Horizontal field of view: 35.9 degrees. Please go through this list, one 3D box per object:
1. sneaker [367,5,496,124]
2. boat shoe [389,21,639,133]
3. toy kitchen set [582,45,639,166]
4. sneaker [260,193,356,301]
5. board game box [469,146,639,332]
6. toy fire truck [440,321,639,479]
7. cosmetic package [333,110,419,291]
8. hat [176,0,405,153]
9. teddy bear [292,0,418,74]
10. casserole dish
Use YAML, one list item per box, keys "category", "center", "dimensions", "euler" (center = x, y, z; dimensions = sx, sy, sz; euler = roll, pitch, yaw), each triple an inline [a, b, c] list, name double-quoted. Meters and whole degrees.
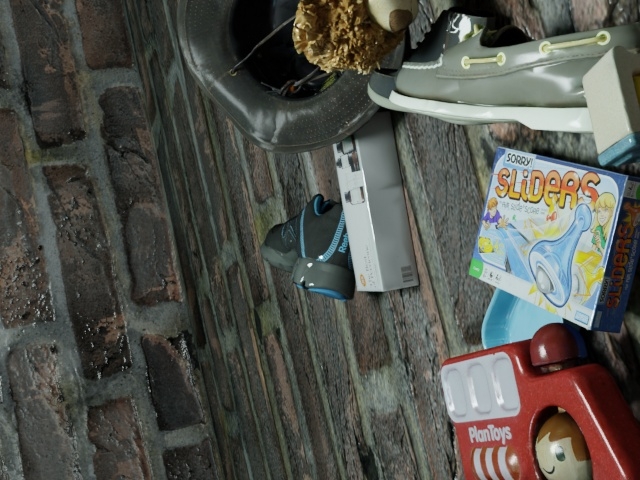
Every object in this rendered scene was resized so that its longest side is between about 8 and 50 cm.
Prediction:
- category: "sneaker"
  center: [0.129, -0.202, 1.098]
  dimensions: [0.222, 0.083, 0.118]
  euler: [25, 119, 56]
- category: "boat shoe"
  center: [0.175, -0.150, 0.895]
  dimensions: [0.305, 0.109, 0.091]
  euler: [17, 106, 55]
- category: "toy kitchen set"
  center: [0.277, -0.094, 0.554]
  dimensions: [0.207, 0.166, 0.122]
  euler: [128, 130, -66]
- category: "sneaker"
  center: [0.000, 0.000, 1.568]
  dimensions: [0.139, 0.125, 0.341]
  euler: [-71, 19, 2]
- category: "board game box"
  center: [0.217, -0.008, 0.919]
  dimensions: [0.201, 0.035, 0.136]
  euler: [-153, 73, -65]
- category: "toy fire truck"
  center: [0.208, 0.212, 0.924]
  dimensions: [0.302, 0.169, 0.254]
  euler: [141, 118, -68]
- category: "cosmetic package"
  center: [0.071, -0.050, 1.362]
  dimensions: [0.099, 0.060, 0.239]
  euler: [172, 88, -73]
- category: "hat"
  center: [-0.021, -0.283, 1.334]
  dimensions: [0.134, 0.331, 0.331]
  euler: [-17, -82, -66]
- category: "teddy bear"
  center: [0.065, -0.340, 1.016]
  dimensions: [0.245, 0.113, 0.338]
  euler: [59, -136, -68]
- category: "casserole dish"
  center: [0.221, 0.092, 1.030]
  dimensions: [0.188, 0.037, 0.114]
  euler: [102, 152, -47]
